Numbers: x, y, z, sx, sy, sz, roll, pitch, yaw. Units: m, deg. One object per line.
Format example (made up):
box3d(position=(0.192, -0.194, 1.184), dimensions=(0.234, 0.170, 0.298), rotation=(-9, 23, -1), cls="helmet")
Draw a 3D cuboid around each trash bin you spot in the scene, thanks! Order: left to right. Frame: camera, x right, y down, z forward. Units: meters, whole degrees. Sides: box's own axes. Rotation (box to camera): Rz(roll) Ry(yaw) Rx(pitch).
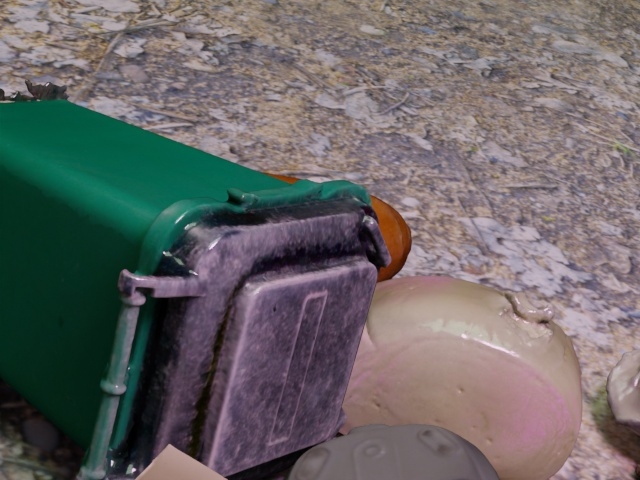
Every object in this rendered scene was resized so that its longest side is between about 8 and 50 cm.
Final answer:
box3d(position=(-0.174, 0.033, 1.194), dimensions=(0.381, 0.259, 0.295), rotation=(25, 21, 33), cls="trash bin")

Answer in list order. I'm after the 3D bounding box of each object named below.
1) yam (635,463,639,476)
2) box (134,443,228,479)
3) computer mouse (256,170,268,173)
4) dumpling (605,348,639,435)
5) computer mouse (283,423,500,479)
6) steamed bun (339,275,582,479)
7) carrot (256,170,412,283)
box3d(position=(0.347, 0.236, 1.300), dimensions=(0.145, 0.032, 0.032), rotation=(34, 34, 30), cls="yam")
box3d(position=(-0.137, 0.248, 0.886), dimensions=(0.095, 0.168, 0.212), rotation=(35, 32, 6), cls="box")
box3d(position=(-0.092, -0.029, 1.534), dimensions=(0.231, 0.079, 0.128), rotation=(7, 28, -47), cls="computer mouse")
box3d(position=(0.340, 0.163, 1.358), dimensions=(0.127, 0.108, 0.188), rotation=(-23, 44, -27), cls="dumpling")
box3d(position=(0.059, 0.255, 1.054), dimensions=(0.197, 0.095, 0.331), rotation=(-6, 29, 2), cls="computer mouse")
box3d(position=(0.120, 0.105, 1.301), dimensions=(0.238, 0.152, 0.170), rotation=(18, 27, 1), cls="steamed bun")
box3d(position=(0.000, 0.000, 1.436), dimensions=(0.225, 0.159, 0.159), rotation=(-10, 36, -42), cls="carrot")
